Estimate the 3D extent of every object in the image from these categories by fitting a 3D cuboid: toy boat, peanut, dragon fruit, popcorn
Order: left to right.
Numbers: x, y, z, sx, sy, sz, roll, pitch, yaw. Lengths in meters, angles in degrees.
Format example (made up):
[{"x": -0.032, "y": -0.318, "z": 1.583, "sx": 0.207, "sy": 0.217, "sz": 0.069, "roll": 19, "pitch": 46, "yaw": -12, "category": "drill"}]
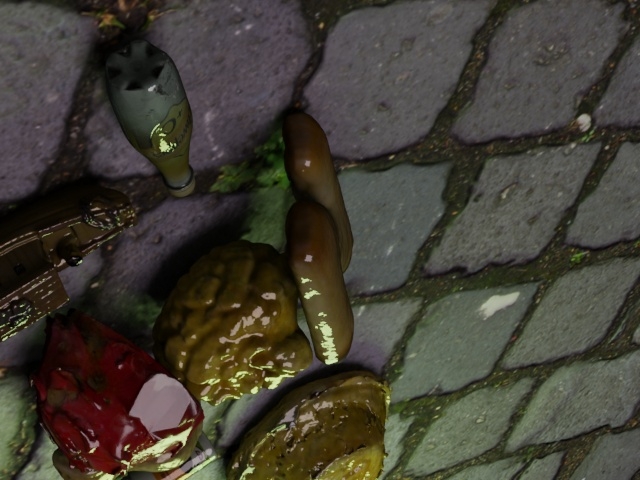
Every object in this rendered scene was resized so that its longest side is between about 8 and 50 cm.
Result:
[{"x": -0.354, "y": 0.039, "z": 1.778, "sx": 0.321, "sy": 0.121, "sz": 0.089, "roll": -31, "pitch": 142, "yaw": -13, "category": "toy boat"}, {"x": -0.257, "y": 0.204, "z": 1.981, "sx": 0.189, "sy": 0.163, "sz": 0.262, "roll": -18, "pitch": 127, "yaw": 35, "category": "dragon fruit"}, {"x": -0.263, "y": 0.268, "z": 2.142, "sx": 0.253, "sy": 0.137, "sz": 0.122, "roll": -13, "pitch": 120, "yaw": -35, "category": "peanut"}, {"x": -0.104, "y": 0.114, "z": 2.043, "sx": 0.226, "sy": 0.203, "sz": 0.200, "roll": -47, "pitch": 175, "yaw": -28, "category": "popcorn"}]

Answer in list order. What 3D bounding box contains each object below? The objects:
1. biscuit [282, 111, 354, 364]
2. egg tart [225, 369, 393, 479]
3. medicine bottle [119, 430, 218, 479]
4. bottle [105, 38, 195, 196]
[{"x": 0.000, "y": 0.000, "z": 2.002, "sx": 0.062, "sy": 0.237, "sz": 0.291, "roll": -7, "pitch": 144, "yaw": 7, "category": "biscuit"}, {"x": 0.002, "y": 0.357, "z": 2.530, "sx": 0.341, "sy": 0.132, "sz": 0.341, "roll": -27, "pitch": 145, "yaw": -21, "category": "egg tart"}, {"x": -0.266, "y": 0.351, "z": 2.323, "sx": 0.220, "sy": 0.061, "sz": 0.092, "roll": -33, "pitch": 124, "yaw": -9, "category": "medicine bottle"}, {"x": -0.182, "y": -0.129, "z": 1.779, "sx": 0.083, "sy": 0.083, "sz": 0.270, "roll": -34, "pitch": 154, "yaw": -9, "category": "bottle"}]
